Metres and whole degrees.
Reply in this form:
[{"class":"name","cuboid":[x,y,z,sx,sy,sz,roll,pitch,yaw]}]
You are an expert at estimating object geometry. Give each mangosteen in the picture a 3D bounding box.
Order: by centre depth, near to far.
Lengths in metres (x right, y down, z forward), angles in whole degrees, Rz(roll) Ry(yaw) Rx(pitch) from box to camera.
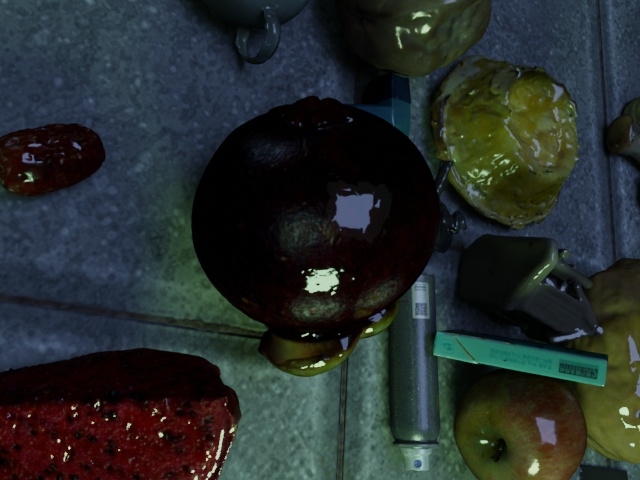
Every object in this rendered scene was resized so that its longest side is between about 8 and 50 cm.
[{"class":"mangosteen","cuboid":[0.000,0.000,0.844,0.307,0.307,0.347,-30,126,-35]}]

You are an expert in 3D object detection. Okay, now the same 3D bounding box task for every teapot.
[{"class":"teapot","cuboid":[-0.101,-0.392,0.956,0.193,0.129,0.294,-2,82,-34]}]

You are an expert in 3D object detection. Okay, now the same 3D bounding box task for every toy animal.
[{"class":"toy animal","cuboid":[0.143,-0.048,1.058,0.232,0.084,0.148,-5,82,-38]}]

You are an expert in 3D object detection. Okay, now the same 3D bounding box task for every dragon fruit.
[{"class":"dragon fruit","cuboid":[-0.227,0.226,0.714,0.316,0.152,0.205,-2,102,2]}]

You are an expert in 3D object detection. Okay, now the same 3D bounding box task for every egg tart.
[{"class":"egg tart","cuboid":[0.350,-0.187,1.204,0.345,0.132,0.345,7,77,-32]}]

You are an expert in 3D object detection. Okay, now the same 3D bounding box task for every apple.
[{"class":"apple","cuboid":[0.303,0.285,1.019,0.173,0.188,0.188,-3,80,-47]}]

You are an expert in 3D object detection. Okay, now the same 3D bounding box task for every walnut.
[{"class":"walnut","cuboid":[0.148,-0.392,1.057,0.273,0.227,0.273,6,79,-31]},{"class":"walnut","cuboid":[0.543,0.195,1.146,0.306,0.306,0.344,7,68,-32]}]

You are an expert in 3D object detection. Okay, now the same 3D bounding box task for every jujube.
[{"class":"jujube","cuboid":[-0.309,-0.094,0.776,0.129,0.077,0.077,-24,92,-47]}]

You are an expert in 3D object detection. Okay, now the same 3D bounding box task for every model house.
[{"class":"model house","cuboid":[0.333,0.086,1.069,0.188,0.229,0.122,37,77,-16]}]

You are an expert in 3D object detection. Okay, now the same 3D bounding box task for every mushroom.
[{"class":"mushroom","cuboid":[0.705,-0.196,1.482,0.209,0.071,0.084,24,71,-31]}]

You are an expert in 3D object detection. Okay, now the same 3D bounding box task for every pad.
[{"class":"pad","cuboid":[0.512,0.518,1.212,0.143,0.003,0.211,18,69,-29]}]

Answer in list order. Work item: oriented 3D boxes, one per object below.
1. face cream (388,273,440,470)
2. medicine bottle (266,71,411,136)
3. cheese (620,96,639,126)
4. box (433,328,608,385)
[{"class":"face cream","cuboid":[0.138,0.190,1.001,0.073,0.073,0.284,10,73,-32]},{"class":"medicine bottle","cuboid":[0.034,-0.184,1.020,0.258,0.079,0.124,-10,88,-34]},{"class":"cheese","cuboid":[0.764,-0.284,1.478,0.123,0.167,0.094,-37,104,-31]},{"class":"box","cuboid":[0.296,0.168,0.989,0.162,0.229,0.041,16,82,-66]}]
